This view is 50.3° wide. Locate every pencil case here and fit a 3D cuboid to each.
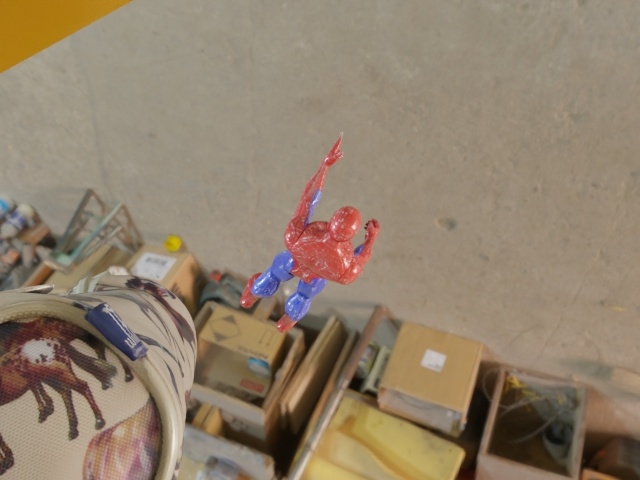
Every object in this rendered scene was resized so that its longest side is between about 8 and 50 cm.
[{"bbox_3d":[-0.186,0.107,0.548,0.410,0.160,0.183,173,79,-81],"label":"pencil case"}]

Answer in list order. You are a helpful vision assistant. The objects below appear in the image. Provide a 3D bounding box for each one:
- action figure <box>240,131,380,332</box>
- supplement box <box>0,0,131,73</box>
[{"bbox_3d":[0.000,0.000,0.707,0.092,0.139,0.280,33,157,-5],"label":"action figure"},{"bbox_3d":[-0.210,-0.230,0.415,0.192,0.194,0.129,-24,154,11],"label":"supplement box"}]
